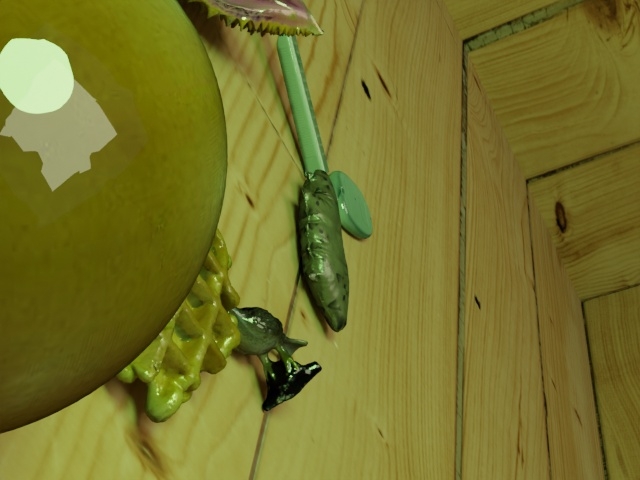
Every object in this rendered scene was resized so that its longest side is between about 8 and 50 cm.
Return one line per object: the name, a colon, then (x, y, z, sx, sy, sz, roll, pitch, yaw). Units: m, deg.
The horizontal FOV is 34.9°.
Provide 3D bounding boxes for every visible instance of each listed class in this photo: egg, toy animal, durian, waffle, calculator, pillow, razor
egg: (-0.192, -0.045, 0.560, 0.351, 0.283, 0.282, -69, 136, -69)
toy animal: (-0.071, 0.101, 1.074, 0.202, 0.070, 0.105, 42, 25, -40)
durian: (-0.127, -0.362, 1.211, 0.186, 0.154, 0.260, -17, 103, -52)
waffle: (-0.165, -0.003, 0.900, 0.300, 0.058, 0.281, 66, 24, -7)
calculator: (0.043, -0.054, 1.529, 0.153, 0.021, 0.095, 41, 35, -58)
pillow: (0.000, 0.001, 1.330, 0.093, 0.051, 0.241, 39, 40, -55)
razor: (-0.040, -0.224, 1.418, 0.278, 0.056, 0.111, 69, 19, -4)
